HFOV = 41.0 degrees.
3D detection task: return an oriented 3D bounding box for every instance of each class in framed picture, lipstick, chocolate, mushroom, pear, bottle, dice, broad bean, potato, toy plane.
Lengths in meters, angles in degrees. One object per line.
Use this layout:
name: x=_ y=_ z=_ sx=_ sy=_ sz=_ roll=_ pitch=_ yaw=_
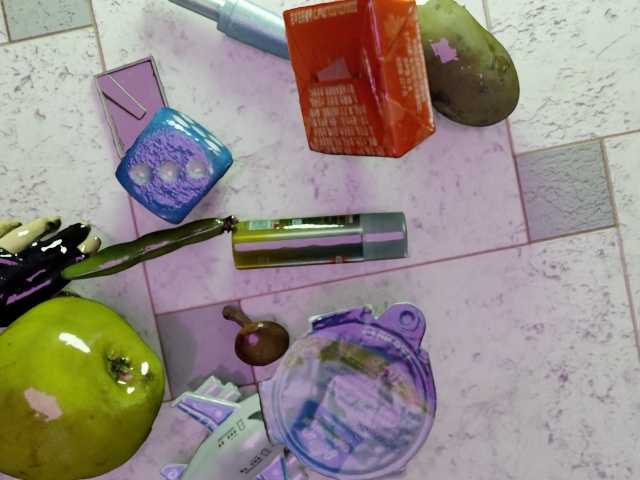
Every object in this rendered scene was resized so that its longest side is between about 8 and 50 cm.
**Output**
framed picture: x=-0.311 y=-0.224 z=1.445 sx=0.109 sy=0.011 sz=0.149 roll=-17 pitch=92 yaw=2
lipstick: x=-0.157 y=-0.374 z=1.405 sx=0.274 sy=0.061 sz=0.068 roll=24 pitch=103 yaw=0
chocolate: x=0.060 y=-0.252 z=1.305 sx=0.108 sy=0.237 sz=0.235 roll=-21 pitch=108 yaw=-29
mushroom: x=-0.118 y=0.161 z=1.432 sx=0.129 sy=0.073 sz=0.088 roll=33 pitch=124 yaw=2
pear: x=-0.429 y=0.247 z=1.353 sx=0.375 sy=0.287 sz=0.287 roll=-16 pitch=93 yaw=26
bottle: x=0.000 y=0.000 z=1.412 sx=0.286 sy=0.082 sz=0.082 roll=-4 pitch=93 yaw=2
dice: x=-0.236 y=-0.119 z=1.378 sx=0.146 sy=0.143 sz=0.146 roll=37 pitch=99 yaw=-9
broad bean: x=-0.276 y=0.010 z=1.384 sx=0.297 sy=0.060 sz=0.043 roll=-19 pitch=110 yaw=-8
potato: x=0.204 y=-0.287 z=1.347 sx=0.262 sy=0.165 sz=0.165 roll=40 pitch=94 yaw=0
toy plane: x=-0.143 y=0.353 z=1.418 sx=0.266 sy=0.122 sz=0.267 roll=0 pitch=88 yaw=-5

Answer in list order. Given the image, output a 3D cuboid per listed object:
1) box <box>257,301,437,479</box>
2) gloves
box: x=0.056 y=0.209 z=1.362 sx=0.262 sy=0.206 sz=0.291 roll=29 pitch=93 yaw=-1
gloves: x=-0.505 y=0.060 z=1.414 sx=0.301 sy=0.152 sz=0.197 roll=-30 pitch=119 yaw=-10
